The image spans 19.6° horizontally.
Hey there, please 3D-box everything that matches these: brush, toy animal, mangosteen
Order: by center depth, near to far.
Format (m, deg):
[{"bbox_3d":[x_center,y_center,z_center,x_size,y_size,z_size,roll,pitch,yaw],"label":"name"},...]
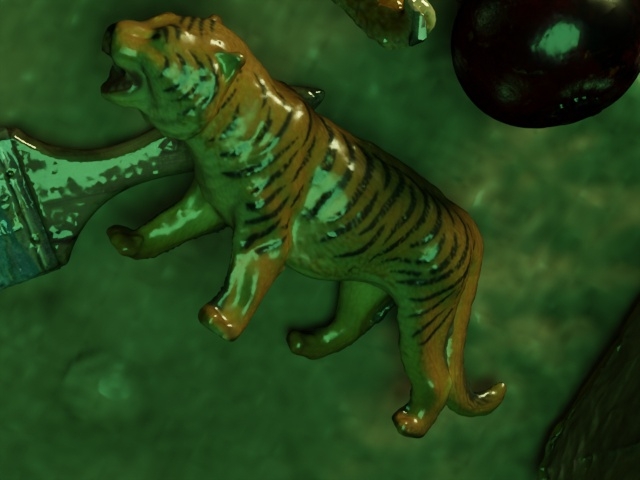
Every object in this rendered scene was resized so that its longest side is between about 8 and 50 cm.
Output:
[{"bbox_3d":[0.089,-0.083,0.720,0.081,0.081,0.081,-3,108,-10],"label":"mangosteen"},{"bbox_3d":[0.000,0.000,0.730,0.241,0.057,0.099,32,100,-29],"label":"toy animal"},{"bbox_3d":[-0.089,-0.024,0.733,0.196,0.021,0.070,-20,112,-4],"label":"brush"}]

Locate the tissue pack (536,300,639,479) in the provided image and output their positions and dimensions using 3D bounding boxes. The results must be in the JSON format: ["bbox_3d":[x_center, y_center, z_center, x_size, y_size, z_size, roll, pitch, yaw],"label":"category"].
[{"bbox_3d":[0.255,0.101,0.779,0.271,0.134,0.192,27,100,-18],"label":"tissue pack"}]

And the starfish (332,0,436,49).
[{"bbox_3d":[0.008,-0.193,0.685,0.231,0.048,0.295,34,96,-7],"label":"starfish"}]
